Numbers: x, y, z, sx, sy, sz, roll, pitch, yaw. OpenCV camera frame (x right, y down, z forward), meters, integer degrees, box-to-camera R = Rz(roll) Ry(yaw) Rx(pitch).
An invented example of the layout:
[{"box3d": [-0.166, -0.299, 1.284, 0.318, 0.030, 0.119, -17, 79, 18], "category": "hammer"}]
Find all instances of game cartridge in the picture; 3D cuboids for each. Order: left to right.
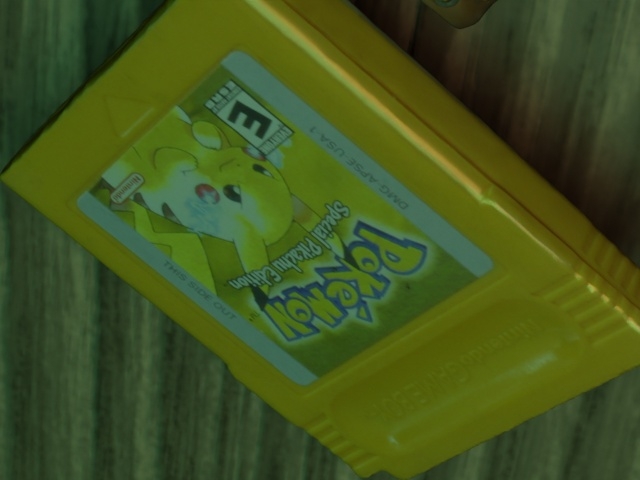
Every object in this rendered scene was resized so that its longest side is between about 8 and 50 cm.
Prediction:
[{"box3d": [0.000, 0.000, 1.094, 0.324, 0.052, 0.285, 42, 141, -10], "category": "game cartridge"}]

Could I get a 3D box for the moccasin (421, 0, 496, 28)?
[{"box3d": [-0.051, -0.246, 0.985, 0.380, 0.139, 0.147, 31, 113, -15], "category": "moccasin"}]
